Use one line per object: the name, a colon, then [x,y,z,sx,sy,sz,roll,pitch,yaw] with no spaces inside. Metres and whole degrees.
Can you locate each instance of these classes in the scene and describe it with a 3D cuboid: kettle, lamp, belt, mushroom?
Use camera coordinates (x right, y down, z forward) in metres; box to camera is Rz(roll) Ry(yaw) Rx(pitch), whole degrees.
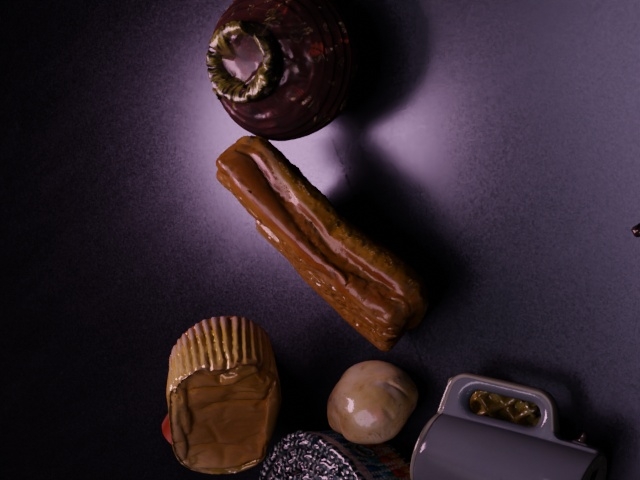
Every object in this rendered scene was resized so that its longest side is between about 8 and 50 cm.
kettle: [0.260,0.301,1.609,0.243,0.160,0.210,19,93,28]
lamp: [-0.060,-0.263,1.714,0.247,0.247,0.247,6,101,32]
belt: [0.050,0.403,1.772,0.295,0.160,0.207,18,96,45]
mushroom: [0.077,0.247,1.761,0.148,0.148,0.112,8,135,32]

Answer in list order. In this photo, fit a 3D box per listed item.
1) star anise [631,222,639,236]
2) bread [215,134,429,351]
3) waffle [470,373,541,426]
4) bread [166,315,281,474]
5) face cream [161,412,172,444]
star anise: [0.527,-0.043,1.455,0.272,0.102,0.272,-8,68,21]
bread: [0.000,0.000,1.734,0.380,0.185,0.109,42,78,10]
waffle: [0.254,0.286,1.707,0.183,0.036,0.169,17,110,29]
bread: [-0.148,0.235,1.798,0.133,0.179,0.250,-107,12,-51]
face cream: [-0.179,0.251,1.945,0.096,0.096,0.214,42,118,20]
